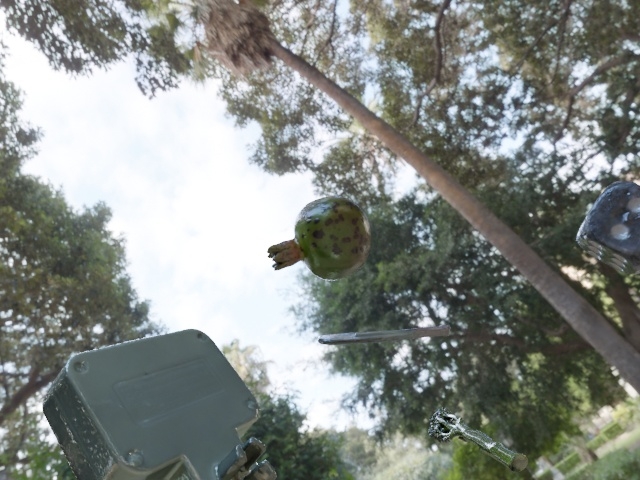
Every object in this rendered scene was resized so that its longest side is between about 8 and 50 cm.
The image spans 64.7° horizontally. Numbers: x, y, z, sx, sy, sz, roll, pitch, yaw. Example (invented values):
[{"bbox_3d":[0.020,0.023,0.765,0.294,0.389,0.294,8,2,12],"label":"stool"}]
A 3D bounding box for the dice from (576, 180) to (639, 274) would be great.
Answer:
[{"bbox_3d":[0.792,-0.032,1.314,0.183,0.181,0.182,-55,-31,0],"label":"dice"}]

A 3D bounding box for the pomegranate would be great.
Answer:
[{"bbox_3d":[0.000,0.000,0.947,0.204,0.159,0.159,-20,-34,-14],"label":"pomegranate"}]

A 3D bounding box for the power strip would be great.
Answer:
[{"bbox_3d":[-0.161,0.227,0.612,0.141,0.261,0.229,-50,-23,20],"label":"power strip"}]

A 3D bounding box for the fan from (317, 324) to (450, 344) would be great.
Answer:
[{"bbox_3d":[0.128,0.181,0.973,0.281,0.023,0.057,0,-4,-24],"label":"fan"}]

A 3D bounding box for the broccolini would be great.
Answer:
[{"bbox_3d":[0.321,0.419,1.048,0.073,0.079,0.392,6,-7,-8],"label":"broccolini"}]
